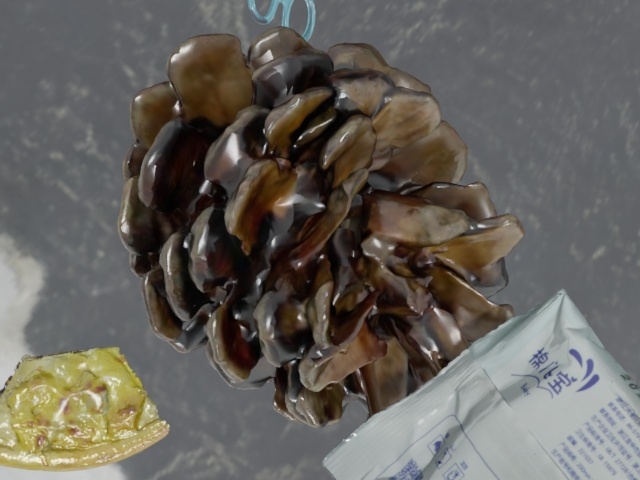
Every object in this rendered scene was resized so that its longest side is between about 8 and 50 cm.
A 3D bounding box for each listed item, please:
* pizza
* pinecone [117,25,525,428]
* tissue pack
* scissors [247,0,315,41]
[{"bbox_3d":[-0.203,0.136,1.213,0.160,0.036,0.099,-4,82,-12],"label":"pizza"},{"bbox_3d":[-0.005,-0.002,0.730,0.184,0.204,0.179,10,111,-20],"label":"pinecone"},{"bbox_3d":[0.093,0.111,0.554,0.122,0.193,0.026,-43,141,7],"label":"tissue pack"},{"bbox_3d":[-0.015,-0.176,0.906,0.058,0.014,0.119,38,130,30],"label":"scissors"}]
